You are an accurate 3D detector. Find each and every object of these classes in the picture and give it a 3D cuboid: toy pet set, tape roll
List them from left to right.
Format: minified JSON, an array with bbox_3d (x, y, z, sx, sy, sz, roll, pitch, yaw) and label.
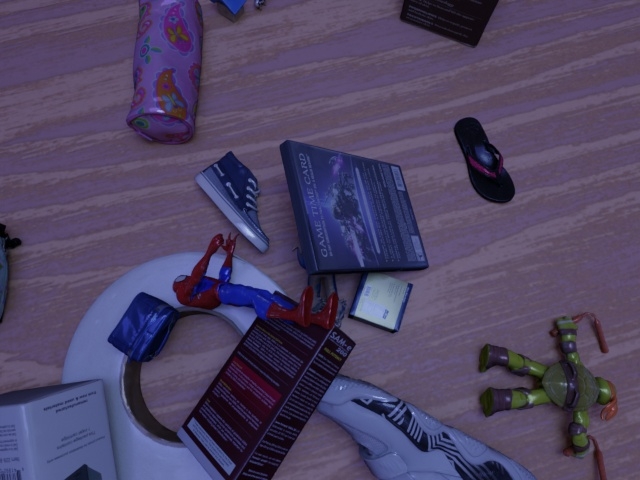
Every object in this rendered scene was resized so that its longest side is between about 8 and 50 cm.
[{"bbox_3d":[-0.202,0.210,0.732,0.391,0.072,0.393,0,75,0],"label":"tape roll"},{"bbox_3d":[-0.168,-0.504,0.914,0.122,0.065,0.114,32,78,8],"label":"toy pet set"}]

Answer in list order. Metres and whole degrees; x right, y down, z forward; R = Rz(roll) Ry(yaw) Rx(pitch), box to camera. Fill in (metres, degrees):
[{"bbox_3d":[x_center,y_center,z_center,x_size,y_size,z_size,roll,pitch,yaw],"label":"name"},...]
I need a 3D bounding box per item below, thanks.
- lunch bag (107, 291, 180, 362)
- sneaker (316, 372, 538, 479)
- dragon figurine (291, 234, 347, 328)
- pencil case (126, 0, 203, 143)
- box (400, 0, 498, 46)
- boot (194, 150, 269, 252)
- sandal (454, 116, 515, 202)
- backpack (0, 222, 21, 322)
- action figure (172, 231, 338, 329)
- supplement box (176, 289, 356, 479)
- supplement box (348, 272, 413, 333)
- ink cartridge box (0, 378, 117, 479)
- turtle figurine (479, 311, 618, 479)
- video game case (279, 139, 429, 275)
[{"bbox_3d":[-0.257,0.134,0.680,0.065,0.067,0.099,28,79,7],"label":"lunch bag"},{"bbox_3d":[0.115,0.346,0.650,0.365,0.137,0.210,29,76,-3],"label":"sneaker"},{"bbox_3d":[0.000,0.000,0.776,0.085,0.144,0.290,-2,57,1],"label":"dragon figurine"},{"bbox_3d":[-0.282,-0.324,0.845,0.124,0.124,0.285,-2,76,0],"label":"pencil case"},{"bbox_3d":[0.266,-0.509,0.844,0.166,0.203,0.169,24,77,6],"label":"box"},{"bbox_3d":[-0.132,-0.071,0.802,0.086,0.069,0.190,-41,78,-6],"label":"boot"},{"bbox_3d":[0.296,-0.150,0.837,0.067,0.040,0.179,-20,77,-5],"label":"sandal"},{"bbox_3d":[-0.589,0.063,0.747,0.151,0.115,0.182,-9,79,-5],"label":"backpack"},{"bbox_3d":[-0.107,0.042,0.651,0.280,0.091,0.139,0,75,34],"label":"action figure"},{"bbox_3d":[-0.073,0.203,0.632,0.130,0.073,0.240,24,75,43],"label":"supplement box"},{"bbox_3d":[0.099,0.101,0.766,0.083,0.056,0.083,19,77,5],"label":"supplement box"},{"bbox_3d":[-0.390,0.354,0.618,0.211,0.121,0.290,-13,84,22],"label":"ink cartridge box"},{"bbox_3d":[0.366,0.239,0.715,0.217,0.087,0.270,5,76,1],"label":"turtle figurine"},{"bbox_3d":[0.064,-0.045,0.726,0.274,0.026,0.196,1,70,-44],"label":"video game case"}]
